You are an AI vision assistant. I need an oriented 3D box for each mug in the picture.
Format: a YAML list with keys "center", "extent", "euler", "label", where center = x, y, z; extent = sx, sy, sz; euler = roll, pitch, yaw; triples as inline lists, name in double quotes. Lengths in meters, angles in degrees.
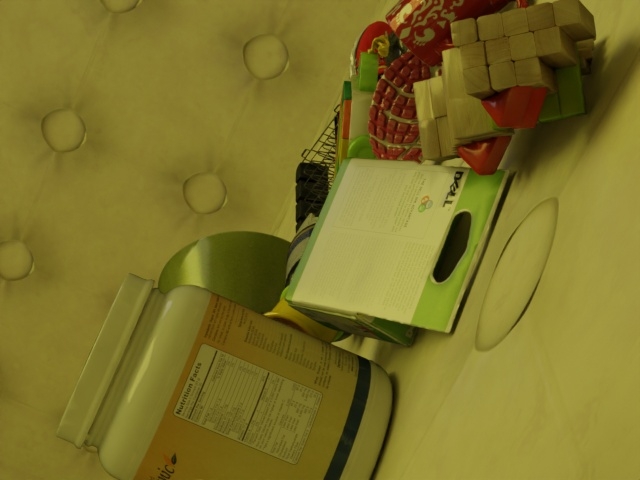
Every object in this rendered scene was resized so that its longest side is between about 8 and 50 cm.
- center: [0.174, -0.302, 1.494]
  extent: [0.169, 0.113, 0.150]
  euler: [-42, 27, 19]
  label: "mug"

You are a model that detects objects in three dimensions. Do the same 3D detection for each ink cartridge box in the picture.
- center: [0.102, 0.017, 1.293]
  extent: [0.255, 0.097, 0.189]
  euler: [9, 72, 49]
  label: "ink cartridge box"

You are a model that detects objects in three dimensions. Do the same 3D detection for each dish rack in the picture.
- center: [0.025, -0.132, 2.309]
  extent: [0.271, 0.074, 0.208]
  euler: [128, 149, -47]
  label: "dish rack"

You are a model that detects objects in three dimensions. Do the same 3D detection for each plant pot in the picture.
- center: [-0.124, 0.183, 1.907]
  extent: [0.293, 0.274, 0.275]
  euler: [-97, 28, -45]
  label: "plant pot"

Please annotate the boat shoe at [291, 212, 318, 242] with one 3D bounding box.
- center: [0.000, 0.000, 2.170]
  extent: [0.095, 0.079, 0.254]
  euler: [-65, 9, -8]
  label: "boat shoe"

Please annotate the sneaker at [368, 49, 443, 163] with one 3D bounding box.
- center: [0.164, -0.231, 1.623]
  extent: [0.299, 0.121, 0.112]
  euler: [-67, -23, 1]
  label: "sneaker"

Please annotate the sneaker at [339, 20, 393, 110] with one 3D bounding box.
- center: [0.119, -0.330, 2.393]
  extent: [0.118, 0.107, 0.279]
  euler: [-38, 37, 58]
  label: "sneaker"

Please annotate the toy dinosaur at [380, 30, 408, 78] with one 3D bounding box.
- center: [0.149, -0.318, 1.936]
  extent: [0.160, 0.121, 0.313]
  euler: [99, -166, -59]
  label: "toy dinosaur"

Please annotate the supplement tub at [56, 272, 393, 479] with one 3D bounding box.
- center: [-0.104, 0.184, 1.297]
  extent: [0.228, 0.316, 0.228]
  euler: [-156, 90, -84]
  label: "supplement tub"

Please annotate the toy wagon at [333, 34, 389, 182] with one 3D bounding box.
- center: [0.062, -0.165, 1.930]
  extent: [0.267, 0.068, 0.344]
  euler: [-90, 4, -66]
  label: "toy wagon"

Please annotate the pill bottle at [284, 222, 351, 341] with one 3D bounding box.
- center: [0.011, 0.060, 1.670]
  extent: [0.219, 0.123, 0.123]
  euler: [-93, 27, -72]
  label: "pill bottle"

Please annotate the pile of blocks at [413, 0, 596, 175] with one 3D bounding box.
- center: [0.180, -0.125, 1.119]
  extent: [0.362, 0.149, 0.113]
  euler: [132, 130, -86]
  label: "pile of blocks"

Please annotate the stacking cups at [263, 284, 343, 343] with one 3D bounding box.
- center: [0.027, 0.039, 1.514]
  extent: [0.316, 0.096, 0.096]
  euler: [-52, -6, -47]
  label: "stacking cups"
